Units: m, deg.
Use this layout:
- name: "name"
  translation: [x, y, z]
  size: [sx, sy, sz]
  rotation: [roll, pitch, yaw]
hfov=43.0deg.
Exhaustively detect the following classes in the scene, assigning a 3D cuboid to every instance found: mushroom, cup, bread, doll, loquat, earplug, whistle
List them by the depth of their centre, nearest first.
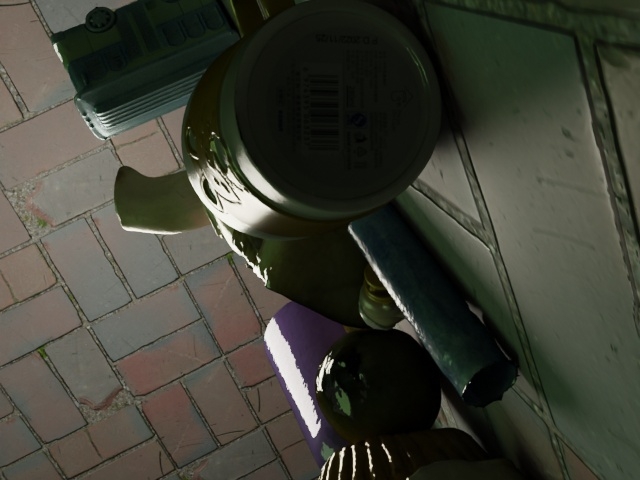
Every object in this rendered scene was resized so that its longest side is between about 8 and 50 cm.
- name: "cup"
  translation: [-0.022, -0.115, 0.639]
  size: [0.241, 0.185, 0.226]
  rotation: [67, 168, -7]
- name: "whistle"
  translation: [0.095, 0.038, 0.827]
  size: [0.304, 0.062, 0.062]
  rotation: [58, 172, 45]
- name: "doll"
  translation: [0.091, 0.076, 1.004]
  size: [0.084, 0.073, 0.127]
  rotation: [25, 153, 24]
- name: "bread"
  translation: [0.103, 0.335, 1.037]
  size: [0.274, 0.274, 0.149]
  rotation: [71, 178, -50]
- name: "loquat"
  translation: [0.081, 0.207, 1.135]
  size: [0.179, 0.179, 0.227]
  rotation: [63, 176, 9]
- name: "mushroom"
  translation: [0.009, 0.003, 1.172]
  size: [0.217, 0.212, 0.292]
  rotation: [20, 175, -19]
- name: "mushroom"
  translation: [-0.154, -0.119, 1.432]
  size: [0.356, 0.315, 0.315]
  rotation: [18, 148, 29]
- name: "earplug"
  translation: [0.030, 0.308, 1.622]
  size: [0.456, 0.215, 0.215]
  rotation: [-119, 5, -60]

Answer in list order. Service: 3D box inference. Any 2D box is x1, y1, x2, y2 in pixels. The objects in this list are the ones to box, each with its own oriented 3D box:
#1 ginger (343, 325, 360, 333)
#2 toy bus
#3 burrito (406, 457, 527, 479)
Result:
- name: "ginger"
  translation: [0.057, 0.135, 1.508]
  size: [0.131, 0.086, 0.295]
  rotation: [34, 160, 55]
- name: "toy bus"
  translation: [-0.310, -0.339, 1.489]
  size: [0.152, 0.312, 0.190]
  rotation: [78, 167, -66]
- name: "burrito"
  translation: [0.223, 0.374, 0.800]
  size: [0.332, 0.135, 0.190]
  rotation: [56, 174, 43]
